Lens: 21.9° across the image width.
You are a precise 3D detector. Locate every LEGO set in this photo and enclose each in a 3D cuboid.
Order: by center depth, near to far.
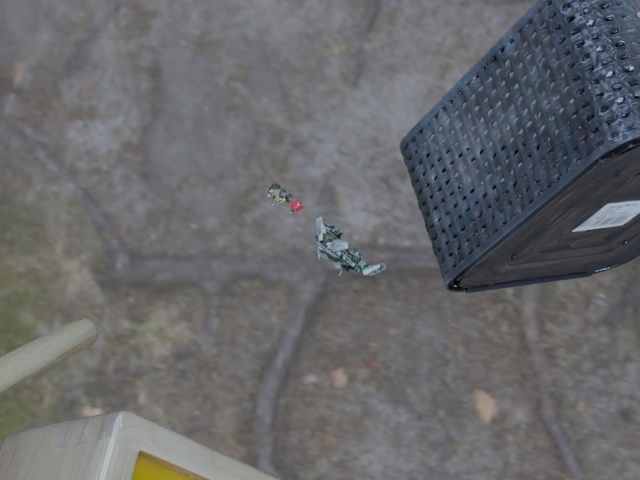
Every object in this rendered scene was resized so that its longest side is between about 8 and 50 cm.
[{"bbox_3d":[-0.001,-0.001,0.974,0.083,0.054,0.023,36,91,6],"label":"LEGO set"}]

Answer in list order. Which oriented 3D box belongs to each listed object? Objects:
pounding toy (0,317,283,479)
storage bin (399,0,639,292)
[{"bbox_3d":[-0.083,0.107,0.607,0.094,0.206,0.181,-16,53,47],"label":"pounding toy"},{"bbox_3d":[0.134,-0.049,0.807,0.180,0.122,0.084,-46,56,54],"label":"storage bin"}]
